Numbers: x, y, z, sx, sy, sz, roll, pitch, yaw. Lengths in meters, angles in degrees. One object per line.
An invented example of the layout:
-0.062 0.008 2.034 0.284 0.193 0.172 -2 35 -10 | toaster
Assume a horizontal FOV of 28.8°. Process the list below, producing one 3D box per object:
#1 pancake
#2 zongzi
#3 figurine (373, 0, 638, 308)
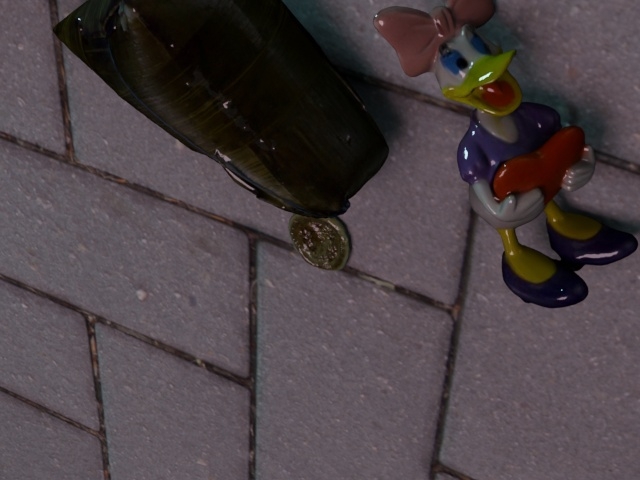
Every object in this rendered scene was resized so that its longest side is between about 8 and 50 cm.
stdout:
0.000 0.001 1.778 0.108 0.017 0.108 22 134 24 | pancake
-0.146 -0.187 1.627 0.403 0.208 0.432 46 156 -22 | zongzi
0.217 -0.111 1.446 0.193 0.154 0.421 42 163 54 | figurine
